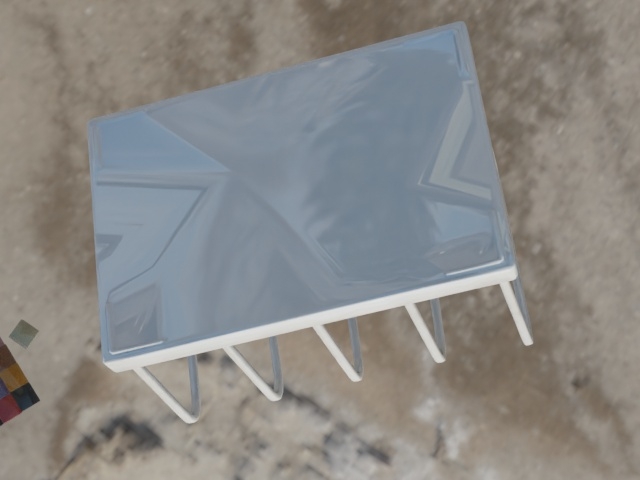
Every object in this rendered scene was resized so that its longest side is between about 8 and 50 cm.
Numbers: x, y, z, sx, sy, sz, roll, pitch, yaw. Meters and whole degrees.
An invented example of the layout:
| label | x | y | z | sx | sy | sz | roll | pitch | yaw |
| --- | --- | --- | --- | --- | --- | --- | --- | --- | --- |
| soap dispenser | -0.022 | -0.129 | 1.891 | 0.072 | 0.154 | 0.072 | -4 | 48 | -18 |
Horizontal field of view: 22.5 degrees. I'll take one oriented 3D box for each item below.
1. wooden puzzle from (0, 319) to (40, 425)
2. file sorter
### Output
| label | x | y | z | sx | sy | sz | roll | pitch | yaw |
| --- | --- | --- | --- | --- | --- | --- | --- | --- | --- |
| wooden puzzle | -0.156 | 0.062 | 0.697 | 0.049 | 0.083 | 0.006 | 57 | 152 | 3 |
| file sorter | 0.000 | 0.000 | 1.145 | 0.278 | 0.193 | 0.173 | -14 | 152 | 11 |
